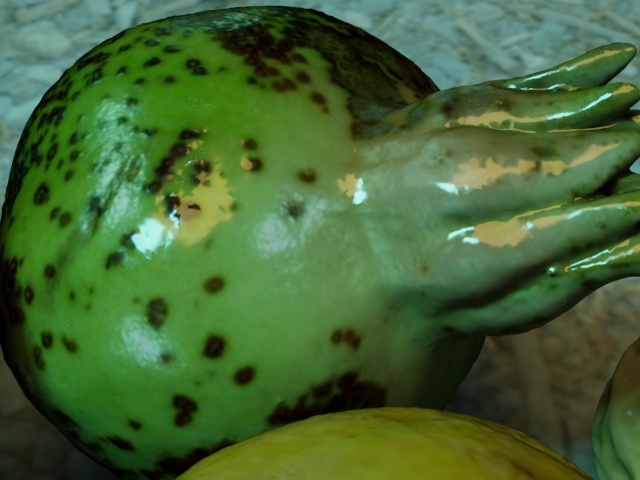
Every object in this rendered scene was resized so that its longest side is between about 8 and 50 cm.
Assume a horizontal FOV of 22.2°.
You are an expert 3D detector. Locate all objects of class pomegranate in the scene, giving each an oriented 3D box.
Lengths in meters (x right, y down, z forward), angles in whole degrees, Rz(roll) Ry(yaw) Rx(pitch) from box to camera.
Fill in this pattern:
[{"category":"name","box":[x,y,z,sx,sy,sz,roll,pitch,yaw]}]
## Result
[{"category":"pomegranate","box":[0.008,0.013,0.664,0.276,0.204,0.222,9,43,19]}]

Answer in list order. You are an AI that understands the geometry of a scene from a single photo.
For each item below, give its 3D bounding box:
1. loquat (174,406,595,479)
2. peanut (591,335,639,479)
[{"category":"loquat","box":[0.032,0.162,0.536,0.238,0.193,0.238,8,56,-11]},{"category":"peanut","box":[0.160,0.099,0.671,0.093,0.083,0.194,18,48,-2]}]
